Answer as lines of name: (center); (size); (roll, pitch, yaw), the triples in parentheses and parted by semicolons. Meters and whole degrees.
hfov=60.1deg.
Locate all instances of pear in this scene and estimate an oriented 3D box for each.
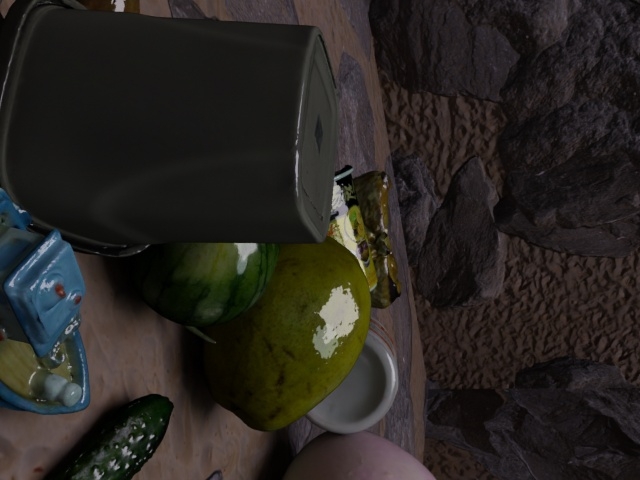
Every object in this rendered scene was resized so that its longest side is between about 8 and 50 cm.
pear: (-0.055, 0.128, 0.857); (0.307, 0.253, 0.252); (-54, 145, -23)

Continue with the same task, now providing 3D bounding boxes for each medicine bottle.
medicine bottle: (0.063, 0.267, 1.205); (0.371, 0.211, 0.210); (18, 67, -82)

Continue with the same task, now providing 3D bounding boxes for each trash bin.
trash bin: (-0.119, -0.094, 0.508); (0.219, 0.250, 0.219); (49, 45, -75)

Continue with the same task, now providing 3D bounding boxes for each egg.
egg: (0.069, 0.511, 1.024); (0.354, 0.355, 0.339); (68, 5, -45)

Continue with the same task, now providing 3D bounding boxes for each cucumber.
cucumber: (-0.228, 0.237, 0.580); (0.227, 0.069, 0.069); (-48, 131, -62)

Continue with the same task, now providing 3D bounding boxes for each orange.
orange: (0.107, 0.004, 1.494); (0.271, 0.211, 0.368); (-30, 112, -74)

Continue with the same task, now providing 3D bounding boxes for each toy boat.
toy boat: (-0.231, 0.071, 0.450); (0.237, 0.098, 0.109); (97, 10, -45)

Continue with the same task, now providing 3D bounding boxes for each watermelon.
watermelon: (-0.151, 0.020, 0.702); (0.214, 0.188, 0.188); (-59, -178, 30)

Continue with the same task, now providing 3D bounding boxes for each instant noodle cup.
instant noodle cup: (0.000, 0.000, 1.060); (0.215, 0.216, 0.236); (-43, 114, -69)

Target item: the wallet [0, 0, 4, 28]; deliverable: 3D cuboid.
wallet: (-0.320, -0.151, 0.360); (0.252, 0.083, 0.360); (-71, 154, -42)

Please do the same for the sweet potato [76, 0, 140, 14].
sweet potato: (-0.249, -0.181, 0.612); (0.075, 0.075, 0.273); (31, 62, -70)
